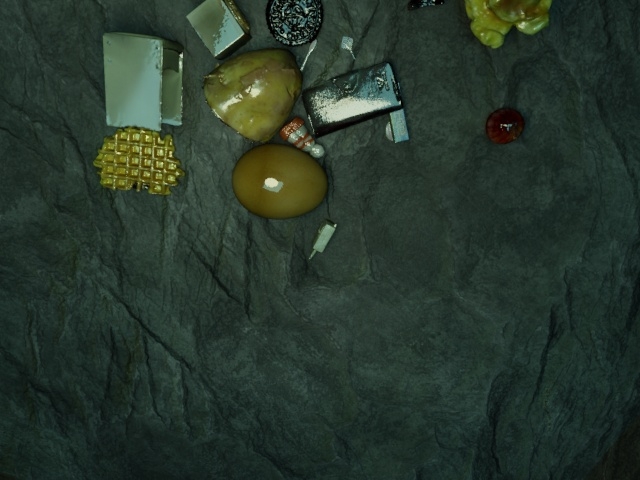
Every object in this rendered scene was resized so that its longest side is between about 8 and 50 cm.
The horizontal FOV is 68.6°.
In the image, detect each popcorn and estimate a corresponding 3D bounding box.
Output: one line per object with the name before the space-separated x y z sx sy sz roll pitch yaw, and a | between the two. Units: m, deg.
popcorn | 0.562 -0.779 1.383 0.279 0.274 0.335 -58 146 -15

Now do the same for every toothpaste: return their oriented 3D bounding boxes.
toothpaste | 0.247 -0.433 1.599 0.070 0.044 0.194 -14 108 3

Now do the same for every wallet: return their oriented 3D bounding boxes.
wallet | 0.103 -0.468 1.561 0.317 0.045 0.173 -15 105 13

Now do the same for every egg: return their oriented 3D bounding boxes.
egg | -0.132 -0.193 1.561 0.322 0.250 0.251 5 109 -10

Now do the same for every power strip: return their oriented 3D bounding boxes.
power strip | 0.000 0.000 1.722 0.042 0.075 0.175 26 105 -12

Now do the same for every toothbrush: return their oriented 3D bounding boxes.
toothbrush | -0.076 -0.547 1.564 0.018 0.024 0.257 33 106 9

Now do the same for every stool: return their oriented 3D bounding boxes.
stool | -0.537 -0.486 1.451 0.170 0.244 0.270 5 108 -3

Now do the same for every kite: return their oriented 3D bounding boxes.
kite | 0.090 -0.634 1.549 0.044 0.002 0.078 -8 108 1

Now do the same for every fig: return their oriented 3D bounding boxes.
fig | 0.620 -0.383 1.589 0.128 0.150 0.129 17 121 30

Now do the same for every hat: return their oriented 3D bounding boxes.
hat | -0.058 -0.336 1.587 0.093 0.112 0.162 -39 107 15

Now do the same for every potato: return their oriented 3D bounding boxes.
potato | -0.177 -0.477 1.439 0.237 0.289 0.300 -34 123 26

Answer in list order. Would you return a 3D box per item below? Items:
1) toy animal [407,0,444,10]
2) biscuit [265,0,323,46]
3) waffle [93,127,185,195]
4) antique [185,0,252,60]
toy animal | 0.314 -0.825 1.433 0.120 0.117 0.210 -9 111 8
biscuit | -0.083 -0.716 1.488 0.194 0.053 0.195 0 109 -1
waffle | -0.626 -0.257 1.622 0.309 0.065 0.283 -35 106 11
antique | -0.302 -0.661 1.450 0.147 0.152 0.147 -33 105 12
